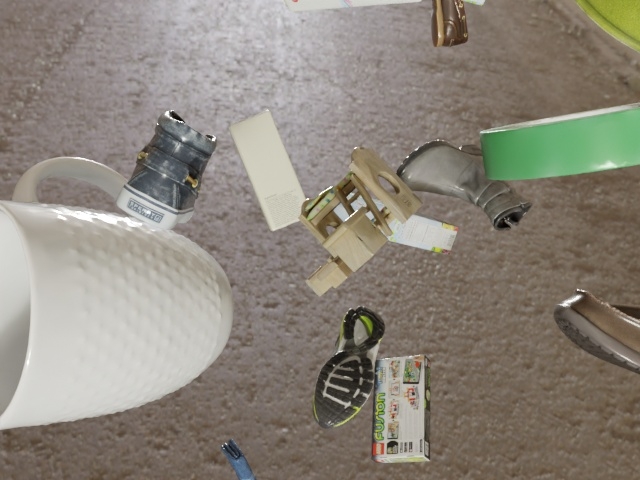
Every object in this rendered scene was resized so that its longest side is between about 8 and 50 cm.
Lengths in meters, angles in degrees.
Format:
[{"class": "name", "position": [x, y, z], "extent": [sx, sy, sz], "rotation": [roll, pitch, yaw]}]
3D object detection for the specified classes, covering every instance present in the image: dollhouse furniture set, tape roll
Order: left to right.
[{"class": "dollhouse furniture set", "position": [0.000, 0.000, 0.828], "extent": [0.101, 0.182, 0.161], "rotation": [47, 36, 2]}, {"class": "tape roll", "position": [0.410, -0.158, 1.091], "extent": [0.321, 0.077, 0.321], "rotation": [-10, 9, 2]}]

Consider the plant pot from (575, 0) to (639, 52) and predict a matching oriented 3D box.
[{"class": "plant pot", "position": [0.616, -0.513, 1.079], "extent": [0.366, 0.353, 0.367], "rotation": [8, 55, -11]}]

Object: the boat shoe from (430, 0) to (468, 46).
[{"class": "boat shoe", "position": [0.253, -0.489, 1.405], "extent": [0.073, 0.207, 0.073], "rotation": [-8, 18, -3]}]

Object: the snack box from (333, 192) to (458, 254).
[{"class": "snack box", "position": [0.157, -0.038, 1.486], "extent": [0.207, 0.070, 0.174], "rotation": [10, 9, -46]}]

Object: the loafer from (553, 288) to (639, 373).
[{"class": "loafer", "position": [0.506, 0.142, 1.003], "extent": [0.365, 0.130, 0.134], "rotation": [23, -3, -3]}]

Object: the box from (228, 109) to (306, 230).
[{"class": "box", "position": [-0.124, -0.167, 1.736], "extent": [0.113, 0.275, 0.094], "rotation": [-21, 4, -5]}]

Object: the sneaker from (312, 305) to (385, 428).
[{"class": "sneaker", "position": [0.057, 0.274, 1.456], "extent": [0.111, 0.121, 0.300], "rotation": [23, 40, 8]}]

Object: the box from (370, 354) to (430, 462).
[{"class": "box", "position": [0.162, 0.337, 1.430], "extent": [0.114, 0.036, 0.207], "rotation": [-11, 56, 26]}]

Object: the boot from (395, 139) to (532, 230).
[{"class": "boot", "position": [0.334, -0.115, 1.598], "extent": [0.338, 0.118, 0.223], "rotation": [-14, 55, -41]}]

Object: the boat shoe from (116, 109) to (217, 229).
[{"class": "boat shoe", "position": [-0.124, -0.062, 0.614], "extent": [0.065, 0.083, 0.183], "rotation": [29, 3, -13]}]

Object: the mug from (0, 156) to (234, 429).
[{"class": "mug", "position": [-0.308, 0.053, 0.979], "extent": [0.328, 0.276, 0.374], "rotation": [5, 60, -47]}]

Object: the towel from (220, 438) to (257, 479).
[{"class": "towel", "position": [-0.156, 0.452, 1.405], "extent": [0.029, 0.120, 0.067], "rotation": [-31, 33, -20]}]

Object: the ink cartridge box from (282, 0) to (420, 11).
[{"class": "ink cartridge box", "position": [0.029, -0.384, 0.901], "extent": [0.212, 0.154, 0.093], "rotation": [6, 54, 34]}]

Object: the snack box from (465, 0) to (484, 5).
[{"class": "snack box", "position": [0.179, -0.349, 0.788], "extent": [0.037, 0.141, 0.100], "rotation": [2, 41, -35]}]
